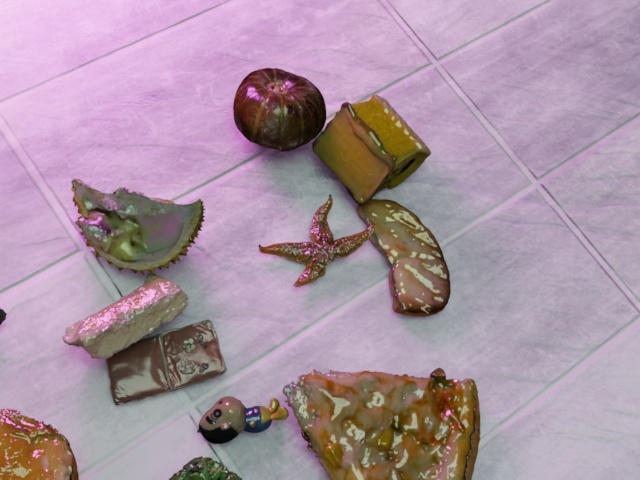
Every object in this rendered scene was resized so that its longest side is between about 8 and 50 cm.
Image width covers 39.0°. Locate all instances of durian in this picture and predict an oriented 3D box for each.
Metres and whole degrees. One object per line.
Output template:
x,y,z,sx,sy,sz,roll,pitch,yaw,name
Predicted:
-0.384,-0.035,1.857,0.306,0.166,0.172,19,58,12,durian

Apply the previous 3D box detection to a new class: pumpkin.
-0.095,-0.285,2.050,0.219,0.162,0.219,10,40,-8,pumpkin

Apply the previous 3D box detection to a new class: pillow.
-0.312,0.244,1.809,0.232,0.043,0.126,-14,66,-16,pillow

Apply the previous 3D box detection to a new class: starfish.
-0.001,0.000,1.988,0.247,0.050,0.138,-36,80,-20,starfish

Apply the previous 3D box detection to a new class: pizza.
0.181,0.405,1.814,0.391,0.080,0.435,-22,79,-27,pizza

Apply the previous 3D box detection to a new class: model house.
0.138,-0.225,2.059,0.193,0.175,0.234,49,46,13,model house

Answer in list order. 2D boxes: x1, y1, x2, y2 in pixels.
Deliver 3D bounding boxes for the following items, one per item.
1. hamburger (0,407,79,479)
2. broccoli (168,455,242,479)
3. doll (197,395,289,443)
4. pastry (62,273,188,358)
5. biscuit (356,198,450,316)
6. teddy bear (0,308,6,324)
-0.555,0.437,1.603,0.244,0.163,0.244,5,57,-8,hamburger
-0.208,0.517,1.583,0.270,0.270,0.270,7,79,-36,broccoli
-0.158,0.346,1.776,0.179,0.102,0.089,-17,109,-20,doll
-0.381,0.154,1.784,0.258,0.121,0.089,-37,114,-36,pastry
0.195,0.032,2.023,0.154,0.045,0.299,-12,68,-17,biscuit
-0.741,0.086,1.737,0.251,0.144,0.171,-5,52,-18,teddy bear
